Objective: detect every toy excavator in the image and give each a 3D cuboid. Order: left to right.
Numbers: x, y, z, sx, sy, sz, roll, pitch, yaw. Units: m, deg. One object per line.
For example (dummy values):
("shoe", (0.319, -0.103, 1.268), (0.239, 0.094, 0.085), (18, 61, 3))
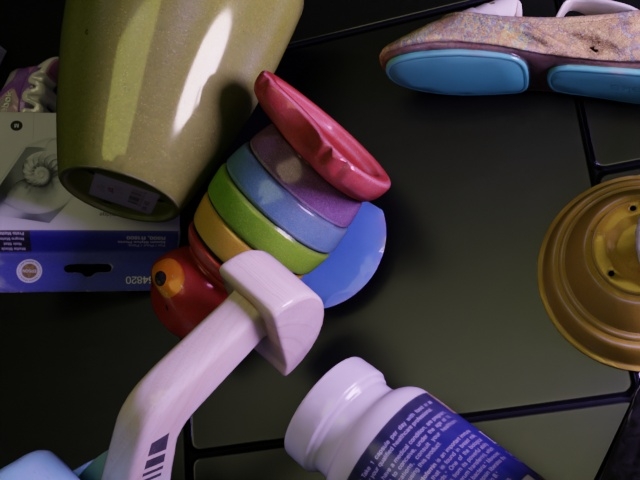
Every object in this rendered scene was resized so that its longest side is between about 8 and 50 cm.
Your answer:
("toy excavator", (-0.199, 0.256, 0.915), (0.222, 0.445, 0.433), (40, 44, 25))

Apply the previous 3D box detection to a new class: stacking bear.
("stacking bear", (-0.075, -0.008, 1.032), (0.289, 0.164, 0.175), (-47, 59, 13))

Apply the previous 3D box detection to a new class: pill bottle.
("pill bottle", (0.101, 0.239, 0.929), (0.265, 0.153, 0.153), (35, 85, 24))

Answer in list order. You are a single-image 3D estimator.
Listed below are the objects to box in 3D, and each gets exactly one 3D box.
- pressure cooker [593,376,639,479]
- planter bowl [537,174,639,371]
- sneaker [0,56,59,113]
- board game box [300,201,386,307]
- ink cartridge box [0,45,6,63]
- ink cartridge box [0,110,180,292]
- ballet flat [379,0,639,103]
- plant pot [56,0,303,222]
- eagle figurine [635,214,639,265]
("pressure cooker", (0.394, 0.300, 0.700), (0.420, 0.370, 0.375), (22, 56, 22))
("planter bowl", (0.328, 0.019, 0.965), (0.217, 0.090, 0.217), (-5, 71, 16))
("sneaker", (-0.406, -0.136, 1.258), (0.105, 0.095, 0.236), (10, 71, 27))
("board game box", (0.000, 0.000, 1.106), (0.169, 0.033, 0.133), (33, 86, 25))
("ink cartridge box", (-0.529, -0.296, 1.280), (0.097, 0.207, 0.046), (18, 79, 22))
("ink cartridge box", (-0.284, -0.050, 1.158), (0.223, 0.045, 0.224), (-1, 71, -12))
("ballet flat", (0.245, -0.220, 1.060), (0.349, 0.123, 0.123), (6, 74, 14))
("plant pot", (-0.184, -0.180, 1.076), (0.275, 0.275, 0.293), (5, 67, 19))
("eagle figurine", (0.439, -0.081, 0.882), (0.225, 0.298, 0.226), (8, 115, 35))
